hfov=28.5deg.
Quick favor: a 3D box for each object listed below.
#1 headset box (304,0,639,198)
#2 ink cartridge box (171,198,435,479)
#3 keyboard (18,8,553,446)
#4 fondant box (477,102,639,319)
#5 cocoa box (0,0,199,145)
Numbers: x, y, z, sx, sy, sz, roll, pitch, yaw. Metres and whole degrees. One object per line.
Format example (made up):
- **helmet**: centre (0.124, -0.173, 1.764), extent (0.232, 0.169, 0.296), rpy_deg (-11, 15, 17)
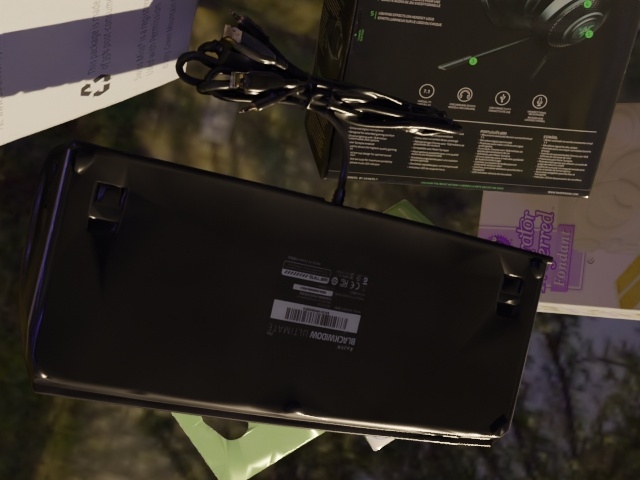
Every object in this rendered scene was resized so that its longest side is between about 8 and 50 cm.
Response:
- **headset box**: centre (0.130, -0.194, 1.065), extent (0.131, 0.246, 0.283), rpy_deg (-106, -158, -58)
- **ink cartridge box**: centre (0.005, 0.097, 0.963), extent (0.056, 0.235, 0.171), rpy_deg (48, -12, 50)
- **keyboard**: centre (0.000, 0.000, 0.673), extent (0.033, 0.317, 0.201), rpy_deg (15, -89, 56)
- **fondant box**: centre (0.348, -0.032, 1.453), extent (0.096, 0.330, 0.238), rpy_deg (16, 79, -51)
- **cocoa box**: centre (-0.188, -0.216, 0.536), extent (0.228, 0.231, 0.347), rpy_deg (57, -25, 19)
